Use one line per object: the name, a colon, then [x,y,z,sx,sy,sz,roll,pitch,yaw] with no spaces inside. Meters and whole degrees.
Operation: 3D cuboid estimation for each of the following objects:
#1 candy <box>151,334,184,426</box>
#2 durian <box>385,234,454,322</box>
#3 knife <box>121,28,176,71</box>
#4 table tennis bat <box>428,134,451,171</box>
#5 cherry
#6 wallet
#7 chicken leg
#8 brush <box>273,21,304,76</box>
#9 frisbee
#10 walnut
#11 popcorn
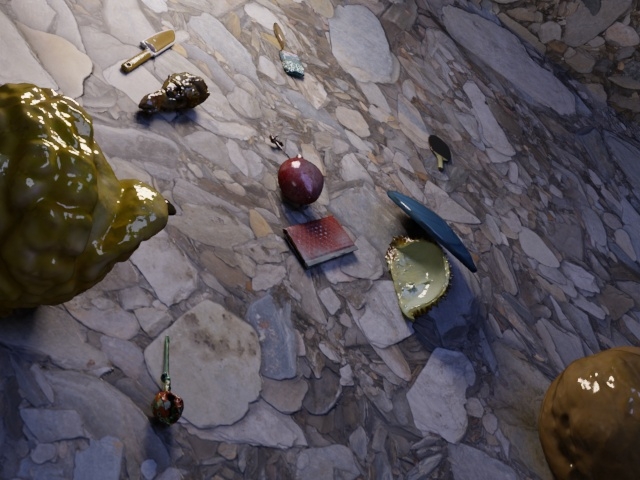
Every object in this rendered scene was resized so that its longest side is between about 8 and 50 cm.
candy: [-0.252,0.224,1.485,0.184,0.049,0.055,-102,168,-49]
durian: [0.232,0.078,2.108,0.139,0.144,0.252,0,59,-21]
knife: [-0.377,-0.428,2.007,0.046,0.022,0.256,40,34,-4]
table tennis bat: [0.348,-0.254,2.640,0.087,0.013,0.156,34,36,-21]
cherry: [-0.053,-0.162,2.047,0.107,0.090,0.225,11,38,-26]
wallet: [0.000,0.000,1.996,0.196,0.020,0.103,-19,72,-54]
chicken leg: [-0.317,-0.307,1.924,0.198,0.069,0.084,-37,109,-49]
brush: [-0.094,-0.510,2.406,0.070,0.021,0.196,10,47,-42]
frisbee: [0.281,-0.033,2.199,0.289,0.049,0.289,42,5,-5]
walnut: [0.683,0.432,2.057,0.384,0.383,0.383,29,38,-26]
popcorn: [-0.403,-0.061,1.354,0.382,0.349,0.348,3,54,-39]
